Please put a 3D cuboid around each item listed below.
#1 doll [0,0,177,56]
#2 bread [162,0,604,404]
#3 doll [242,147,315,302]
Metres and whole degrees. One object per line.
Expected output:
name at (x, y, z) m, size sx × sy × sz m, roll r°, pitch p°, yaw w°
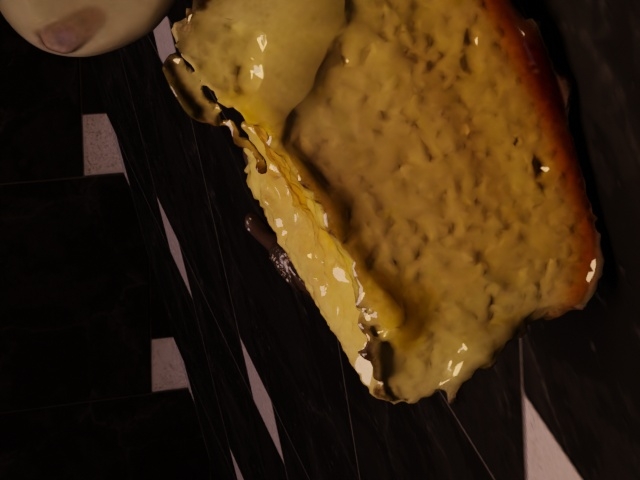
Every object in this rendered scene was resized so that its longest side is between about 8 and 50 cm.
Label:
doll at (-0.212, -0.300, 1.134) m, size 0.215 × 0.226 × 0.370 m, roll 35°, pitch -170°, yaw -40°
bread at (0.028, -0.045, 0.572) m, size 0.169 × 0.140 × 0.160 m, roll 59°, pitch 175°, yaw 34°
doll at (0.000, 0.000, 1.014) m, size 0.165 × 0.057 × 0.139 m, roll 59°, pitch 162°, yaw 29°
